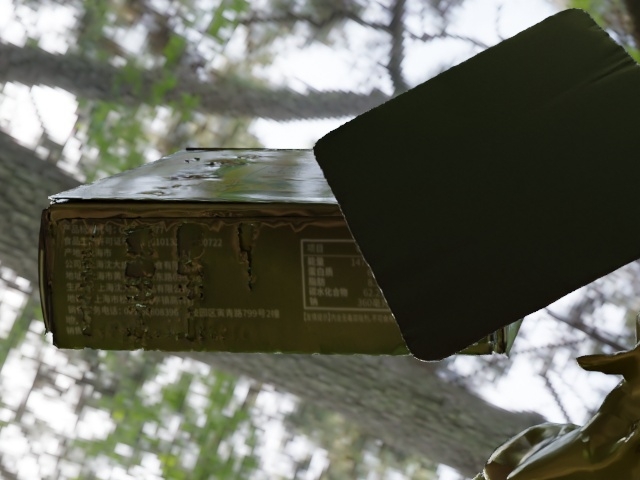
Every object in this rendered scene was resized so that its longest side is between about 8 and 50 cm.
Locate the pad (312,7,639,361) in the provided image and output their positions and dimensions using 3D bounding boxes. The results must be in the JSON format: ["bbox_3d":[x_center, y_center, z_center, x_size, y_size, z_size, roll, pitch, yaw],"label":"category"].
[{"bbox_3d":[0.061,-0.025,0.505,0.112,0.003,0.157,-28,-150,3],"label":"pad"}]

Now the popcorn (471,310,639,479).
[{"bbox_3d":[0.154,0.173,0.483,0.312,0.312,0.312,-25,-128,38],"label":"popcorn"}]

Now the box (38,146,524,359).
[{"bbox_3d":[0.000,0.000,1.480,0.420,0.373,0.138,2,-78,15],"label":"box"}]
